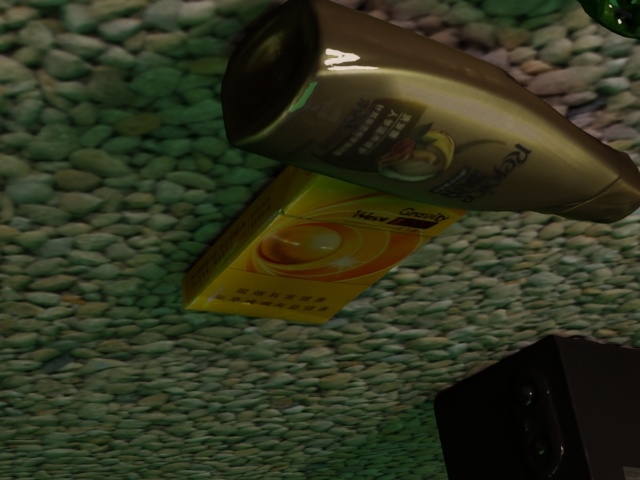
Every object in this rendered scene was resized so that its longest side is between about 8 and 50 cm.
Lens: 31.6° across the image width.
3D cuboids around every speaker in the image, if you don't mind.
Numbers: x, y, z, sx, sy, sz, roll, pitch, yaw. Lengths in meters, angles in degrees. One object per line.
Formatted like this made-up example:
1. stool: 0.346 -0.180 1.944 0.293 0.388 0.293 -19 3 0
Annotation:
1. speaker: 0.286 0.278 1.375 0.184 0.253 0.232 10 149 -34

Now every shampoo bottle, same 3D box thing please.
1. shampoo bottle: 0.099 -0.074 0.809 0.350 0.084 0.126 14 144 -38

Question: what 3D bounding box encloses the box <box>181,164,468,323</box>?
1. box: 0.000 0.000 0.971 0.152 0.043 0.269 8 150 -29

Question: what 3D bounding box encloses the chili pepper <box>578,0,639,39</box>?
1. chili pepper: 0.163 -0.187 0.622 0.100 0.074 0.257 -20 156 17
